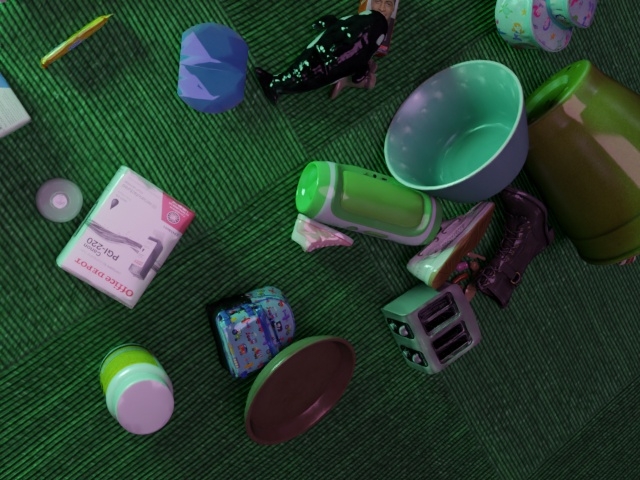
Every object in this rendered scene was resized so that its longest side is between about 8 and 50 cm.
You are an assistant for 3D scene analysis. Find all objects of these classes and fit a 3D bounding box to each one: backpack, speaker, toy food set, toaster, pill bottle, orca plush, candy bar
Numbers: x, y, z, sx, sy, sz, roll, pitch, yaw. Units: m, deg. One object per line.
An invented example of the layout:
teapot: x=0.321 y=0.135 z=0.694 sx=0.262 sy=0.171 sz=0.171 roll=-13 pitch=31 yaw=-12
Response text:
backpack: x=0.494 y=-0.540 z=1.536 sx=0.225 sy=0.191 sz=0.254 roll=13 pitch=99 yaw=-50
speaker: x=0.103 y=-0.075 z=1.476 sx=0.296 sy=0.131 sz=0.131 roll=14 pitch=91 yaw=-23
toy food set: x=0.337 y=0.086 z=1.652 sx=0.078 sy=0.019 sz=0.122 roll=19 pitch=97 yaw=-23
toaster: x=0.254 y=0.184 z=1.580 sx=0.185 sy=0.110 sz=0.168 roll=-31 pitch=108 yaw=-16
pill bottle: x=-0.336 y=0.270 z=1.294 sx=0.119 sy=0.208 sz=0.119 roll=-3 pitch=98 yaw=-22
orca plush: x=0.008 y=-0.376 z=1.384 sx=0.287 sy=0.102 sz=0.151 roll=-17 pitch=89 yaw=-3
candy bar: x=-0.436 y=-0.359 z=1.261 sx=0.161 sy=0.040 sz=0.018 roll=-42 pitch=120 yaw=-12
backpack: x=-0.124 y=0.178 z=1.421 sx=0.173 sy=0.117 sz=0.158 roll=-18 pitch=104 yaw=-22

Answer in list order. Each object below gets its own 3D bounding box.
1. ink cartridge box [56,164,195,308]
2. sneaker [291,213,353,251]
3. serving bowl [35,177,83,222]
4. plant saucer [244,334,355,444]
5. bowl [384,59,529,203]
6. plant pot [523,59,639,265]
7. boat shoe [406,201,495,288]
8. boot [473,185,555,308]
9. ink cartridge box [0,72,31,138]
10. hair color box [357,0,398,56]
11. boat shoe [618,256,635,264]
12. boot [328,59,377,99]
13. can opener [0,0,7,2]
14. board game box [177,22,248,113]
ink cartridge box: x=-0.360 y=-0.007 z=1.312 sx=0.158 sy=0.092 sz=0.218 roll=35 pitch=85 yaw=-22
sneaker: x=0.000 y=0.000 z=1.484 sx=0.134 sy=0.051 sz=0.070 roll=24 pitch=89 yaw=-20
serving bowl: x=-0.476 y=-0.073 z=1.289 sx=0.083 sy=0.027 sz=0.083 roll=-3 pitch=97 yaw=-22
plant saucer: x=-0.045 y=0.301 z=1.448 sx=0.277 sy=0.041 sz=0.278 roll=-26 pitch=137 yaw=-28
bowl: x=0.307 y=-0.203 z=1.475 sx=0.163 sy=0.311 sz=0.312 roll=37 pitch=82 yaw=-41
plant pot: x=0.613 y=-0.198 z=1.576 sx=0.353 sy=0.366 sz=0.366 roll=43 pitch=80 yaw=-9
boat shoe: x=0.292 y=-0.011 z=1.576 sx=0.277 sy=0.096 sz=0.098 roll=-42 pitch=147 yaw=-32
boot: x=0.431 y=0.022 z=1.624 sx=0.229 sy=0.091 sz=0.263 roll=-51 pitch=129 yaw=-8
ink cartridge box: x=-0.625 y=-0.200 z=1.183 sx=0.231 sy=0.078 sz=0.134 roll=-34 pitch=108 yaw=-15
hair color box: x=0.115 y=-0.463 z=1.473 sx=0.072 sy=0.043 sz=0.141 roll=10 pitch=93 yaw=-21
boat shoe: x=0.777 y=-0.004 z=1.806 sx=0.043 sy=0.049 sz=0.137 roll=-14 pitch=107 yaw=-18
boot: x=0.072 y=-0.336 z=1.474 sx=0.087 sy=0.042 sz=0.118 roll=20 pitch=89 yaw=-26
can opener: x=-0.515 y=-0.452 z=1.186 sx=0.283 sy=0.095 sz=0.076 roll=-27 pitch=107 yaw=-17
board game box: x=-0.211 y=-0.331 z=1.364 sx=0.133 sy=0.033 sz=0.169 roll=1 pitch=102 yaw=-28
